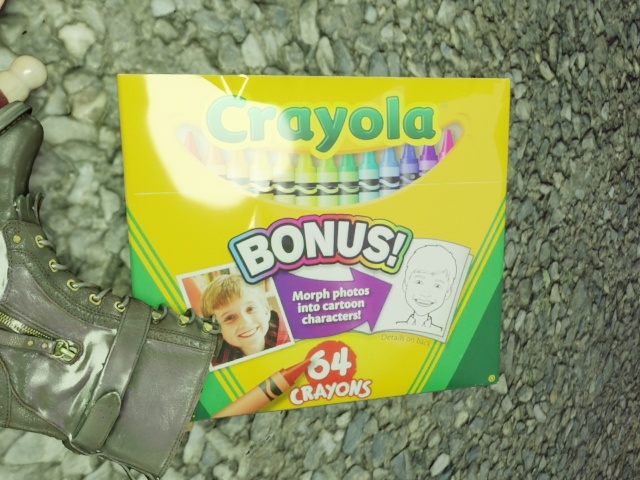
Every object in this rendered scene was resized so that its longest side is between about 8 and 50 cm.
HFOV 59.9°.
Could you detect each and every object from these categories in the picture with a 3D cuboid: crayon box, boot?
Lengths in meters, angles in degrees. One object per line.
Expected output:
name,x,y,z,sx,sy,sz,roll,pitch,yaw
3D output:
crayon box,0.000,0.000,0.560,0.363,0.106,0.312,-3,101,-13
boot,-0.185,0.047,0.437,0.229,0.091,0.262,20,75,-27

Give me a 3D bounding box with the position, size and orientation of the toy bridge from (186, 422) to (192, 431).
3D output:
toy bridge,-0.084,0.167,0.631,0.188,0.063,0.026,-9,102,-36

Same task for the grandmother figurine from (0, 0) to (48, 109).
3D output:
grandmother figurine,-0.305,-0.148,0.389,0.208,0.104,0.342,22,80,-30
